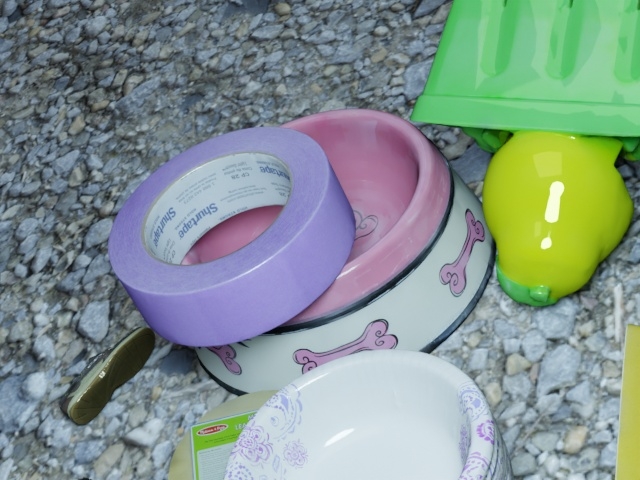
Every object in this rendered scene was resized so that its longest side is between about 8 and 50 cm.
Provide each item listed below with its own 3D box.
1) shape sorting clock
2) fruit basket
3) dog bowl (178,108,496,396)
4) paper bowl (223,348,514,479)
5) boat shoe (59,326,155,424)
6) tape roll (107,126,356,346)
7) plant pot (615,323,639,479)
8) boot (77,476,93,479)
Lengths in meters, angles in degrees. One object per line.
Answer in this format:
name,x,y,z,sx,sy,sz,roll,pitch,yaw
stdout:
shape sorting clock,-0.070,0.251,1.714,0.206,0.040,0.206,-9,48,10
fruit basket,0.300,-0.107,1.792,0.392,0.392,0.283,-3,0,28
dog bowl,0.000,0.000,1.881,0.408,0.150,0.408,-16,39,13
paper bowl,0.056,0.258,1.544,0.284,0.148,0.284,-17,38,13
boat shoe,-0.271,0.162,1.927,0.049,0.056,0.152,22,58,39
tape roll,-0.102,-0.009,1.756,0.275,0.090,0.275,-17,38,14
plant pot,0.365,0.221,1.374,0.187,0.212,0.212,1,44,14
boot,-0.285,0.331,1.749,0.099,0.045,0.121,-29,37,-8
